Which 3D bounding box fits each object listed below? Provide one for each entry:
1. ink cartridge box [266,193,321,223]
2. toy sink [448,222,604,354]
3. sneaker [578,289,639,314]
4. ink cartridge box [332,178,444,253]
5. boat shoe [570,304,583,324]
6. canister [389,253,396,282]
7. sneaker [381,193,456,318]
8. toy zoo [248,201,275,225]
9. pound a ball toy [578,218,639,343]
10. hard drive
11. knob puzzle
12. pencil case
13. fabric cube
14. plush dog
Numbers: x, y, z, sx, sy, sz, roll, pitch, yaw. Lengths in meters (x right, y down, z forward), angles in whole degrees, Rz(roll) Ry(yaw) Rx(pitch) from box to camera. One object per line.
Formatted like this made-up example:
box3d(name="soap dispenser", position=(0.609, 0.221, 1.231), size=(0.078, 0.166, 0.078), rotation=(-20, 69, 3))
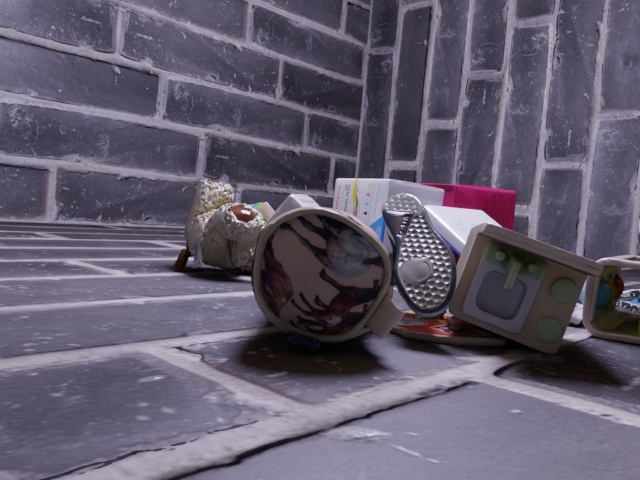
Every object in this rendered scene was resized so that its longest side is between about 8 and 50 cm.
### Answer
box3d(name="ink cartridge box", position=(0.000, 0.000, 1.277), size=(0.203, 0.086, 0.148), rotation=(45, 12, 9))
box3d(name="toy sink", position=(0.268, 0.065, 0.833), size=(0.153, 0.131, 0.234), rotation=(21, 2, 9))
box3d(name="sneaker", position=(0.615, 0.130, 1.245), size=(0.162, 0.063, 0.073), rotation=(13, -10, 42))
box3d(name="ink cartridge box", position=(0.155, -0.059, 1.472), size=(0.168, 0.171, 0.233), rotation=(7, 3, -30))
box3d(name="boat shoe", position=(0.462, 0.134, 1.050), size=(0.100, 0.035, 0.035), rotation=(7, 28, -50))
box3d(name="canister", position=(0.124, 0.060, 1.455), size=(0.170, 0.073, 0.126), rotation=(7, 3, 8))
box3d(name="sneaker", position=(0.152, 0.059, 0.873), size=(0.086, 0.163, 0.226), rotation=(-14, 41, 7))
box3d(name="toy zoo", position=(-0.114, -0.010, 1.492), size=(0.030, 0.192, 0.293), rotation=(-41, 11, -11))
box3d(name="pound a ball toy", position=(0.542, 0.051, 1.042), size=(0.136, 0.208, 0.319), rotation=(7, 5, 33))
box3d(name="hard drive", position=(0.388, 0.030, 1.314), size=(0.210, 0.040, 0.318), rotation=(3, 34, -36))
box3d(name="knob puzzle", position=(0.181, 0.119, 0.872), size=(0.213, 0.029, 0.213), rotation=(5, 3, 0))
box3d(name="pencil case", position=(0.018, 0.041, 0.863), size=(0.183, 0.160, 0.410), rotation=(49, 5, 1))
box3d(name="fabric cube", position=(0.338, -0.022, 1.616), size=(0.258, 0.258, 0.254), rotation=(0, 7, -40))
box3d(name="plush dog", position=(-0.188, 0.007, 1.353), size=(0.226, 0.210, 0.262), rotation=(24, 9, -37))
